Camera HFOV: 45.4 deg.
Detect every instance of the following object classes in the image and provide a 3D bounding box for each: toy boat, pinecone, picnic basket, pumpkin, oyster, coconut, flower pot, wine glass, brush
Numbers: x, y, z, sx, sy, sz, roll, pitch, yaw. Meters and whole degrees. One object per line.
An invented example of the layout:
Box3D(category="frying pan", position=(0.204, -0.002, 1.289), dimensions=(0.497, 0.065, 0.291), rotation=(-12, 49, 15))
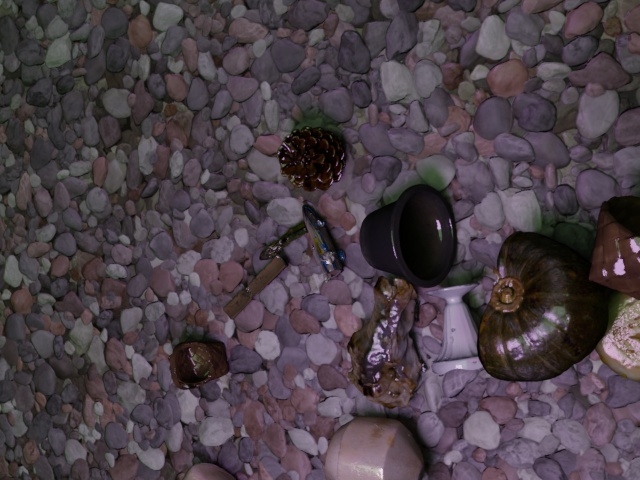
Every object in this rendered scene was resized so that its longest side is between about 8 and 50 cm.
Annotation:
Box3D(category="toy boat", position=(0.000, 0.000, 1.904), dimensions=(0.066, 0.084, 0.210), rotation=(-31, 72, 19))
Box3D(category="pinecone", position=(-0.031, -0.198, 1.846), dimensions=(0.163, 0.165, 0.162), rotation=(0, 91, 28))
Box3D(category="picnic basket", position=(0.708, -0.029, 1.446), dimensions=(0.338, 0.293, 0.337), rotation=(11, 115, 25))
Box3D(category="pumpkin", position=(0.485, 0.154, 1.598), dimensions=(0.232, 0.242, 0.324), rotation=(12, 82, 37))
Box3D(category="picnic basket", position=(-0.343, 0.329, 2.024), dimensions=(0.138, 0.178, 0.127), rotation=(-14, 88, 25))
Box3D(category="oyster", position=(0.166, 0.245, 1.816), dimensions=(0.198, 0.133, 0.336), rotation=(19, 107, 14))
Box3D(category="coconut", position=(0.138, 0.530, 1.808), dimensions=(0.241, 0.241, 0.241), rotation=(2, 95, 24))
Box3D(category="flower pot", position=(0.186, -0.005, 1.755), dimensions=(0.148, 0.235, 0.235), rotation=(-7, 92, 44))
Box3D(category="wine glass", position=(0.312, 0.200, 1.732), dimensions=(0.165, 0.165, 0.196), rotation=(-16, 83, 25))
Box3D(category="brush", position=(-0.169, 0.124, 2.010), dimensions=(0.248, 0.036, 0.043), rotation=(-45, 72, 28))

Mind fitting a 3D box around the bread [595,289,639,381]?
Box3D(category="bread", position=(0.672, 0.185, 1.593), dimensions=(0.214, 0.105, 0.213), rotation=(3, 96, 28))

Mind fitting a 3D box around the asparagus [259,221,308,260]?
Box3D(category="asparagus", position=(-0.096, 0.006, 1.967), dimensions=(0.165, 0.030, 0.036), rotation=(-36, 90, 22))

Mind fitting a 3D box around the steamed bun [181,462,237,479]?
Box3D(category="steamed bun", position=(-0.270, 0.711, 2.048), dimensions=(0.238, 0.153, 0.170), rotation=(47, 119, 30))
